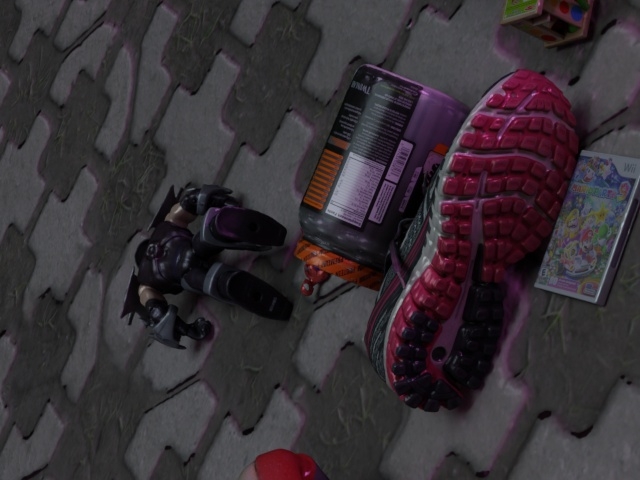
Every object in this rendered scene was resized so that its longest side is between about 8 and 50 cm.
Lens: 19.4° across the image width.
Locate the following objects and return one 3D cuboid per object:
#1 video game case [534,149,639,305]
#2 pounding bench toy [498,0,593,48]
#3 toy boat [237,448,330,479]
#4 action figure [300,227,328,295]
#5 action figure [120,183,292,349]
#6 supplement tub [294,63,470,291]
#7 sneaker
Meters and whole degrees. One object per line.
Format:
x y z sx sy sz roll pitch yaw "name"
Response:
0.221 -0.012 1.524 0.087 0.011 0.122 16 85 61 "video game case"
0.208 -0.205 1.612 0.083 0.065 0.052 -11 62 57 "pounding bench toy"
0.031 0.260 1.570 0.151 0.151 0.231 -31 39 6 "toy boat"
0.000 0.000 1.870 0.038 0.030 0.115 -1 73 53 "action figure"
-0.128 0.026 2.005 0.285 0.099 0.185 1 80 63 "action figure"
0.053 -0.056 1.725 0.117 0.117 0.190 29 98 60 "supplement tub"
0.114 -0.009 1.592 0.299 0.121 0.112 -65 28 8 "sneaker"
